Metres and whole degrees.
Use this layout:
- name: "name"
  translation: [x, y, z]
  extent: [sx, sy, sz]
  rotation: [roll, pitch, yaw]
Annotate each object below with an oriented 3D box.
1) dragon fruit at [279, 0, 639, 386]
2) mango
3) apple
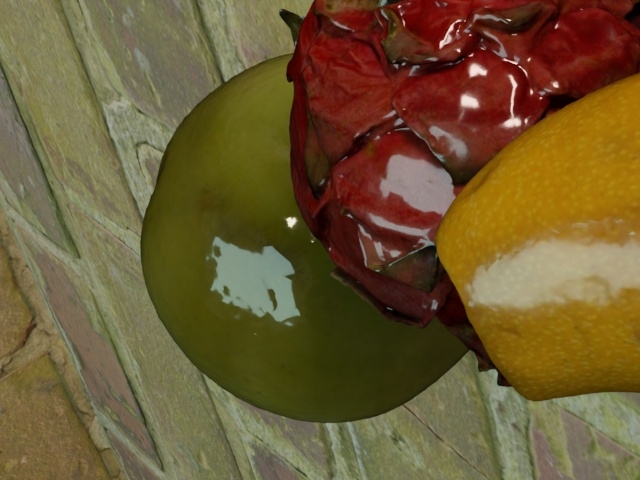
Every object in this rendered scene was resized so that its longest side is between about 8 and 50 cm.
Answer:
- name: "dragon fruit"
  translation: [0.092, -0.058, 0.808]
  extent: [0.244, 0.244, 0.299]
  rotation: [18, 120, 57]
- name: "mango"
  translation: [0.225, 0.004, 0.615]
  extent: [0.359, 0.144, 0.187]
  rotation: [8, 112, 14]
- name: "apple"
  translation: [-0.019, 0.007, 1.146]
  extent: [0.295, 0.233, 0.258]
  rotation: [47, 161, 20]
